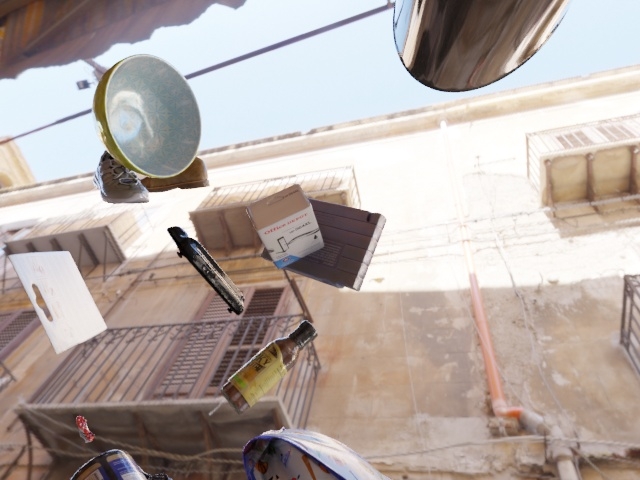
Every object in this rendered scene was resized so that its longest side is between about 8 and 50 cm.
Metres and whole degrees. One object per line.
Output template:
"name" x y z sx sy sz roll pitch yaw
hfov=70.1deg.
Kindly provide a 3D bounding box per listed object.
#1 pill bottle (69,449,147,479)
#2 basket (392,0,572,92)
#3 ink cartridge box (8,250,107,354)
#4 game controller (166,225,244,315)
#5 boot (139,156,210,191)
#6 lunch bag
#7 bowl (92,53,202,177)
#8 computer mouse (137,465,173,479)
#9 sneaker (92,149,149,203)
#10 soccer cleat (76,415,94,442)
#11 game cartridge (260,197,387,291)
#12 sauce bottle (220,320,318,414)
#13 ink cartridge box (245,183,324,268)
"pill bottle" -0.333 0.478 0.777 0.219 0.122 0.123 32 -50 34
"basket" 0.132 -0.225 0.326 0.154 0.227 0.204 36 -77 6
"ink cartridge box" -0.829 0.191 1.414 0.091 0.385 0.308 -25 -87 -6
"game controller" -0.322 0.089 1.293 0.166 0.067 0.319 29 -24 43
"boot" -0.540 -0.222 1.575 0.305 0.112 0.115 -8 -81 -2
"lunch bag" -0.008 0.647 1.195 0.385 0.328 0.239 34 -98 19
"bowl" -0.454 -0.298 1.136 0.156 0.289 0.290 2 -57 30
"computer mouse" -0.541 0.811 1.322 0.188 0.272 0.072 32 -60 -16
"sneaker" -0.554 -0.174 1.245 0.281 0.105 0.115 28 -66 39
"soccer cleat" -0.708 0.565 1.361 0.035 0.029 0.083 -36 -94 20
"game cartridge" 0.000 0.000 1.337 0.355 0.068 0.230 16 -96 37
"sauce bottle" -0.152 0.386 1.434 0.111 0.344 0.111 36 -30 26
"ink cartridge box" -0.086 -0.032 1.181 0.148 0.086 0.203 -26 -31 -4
